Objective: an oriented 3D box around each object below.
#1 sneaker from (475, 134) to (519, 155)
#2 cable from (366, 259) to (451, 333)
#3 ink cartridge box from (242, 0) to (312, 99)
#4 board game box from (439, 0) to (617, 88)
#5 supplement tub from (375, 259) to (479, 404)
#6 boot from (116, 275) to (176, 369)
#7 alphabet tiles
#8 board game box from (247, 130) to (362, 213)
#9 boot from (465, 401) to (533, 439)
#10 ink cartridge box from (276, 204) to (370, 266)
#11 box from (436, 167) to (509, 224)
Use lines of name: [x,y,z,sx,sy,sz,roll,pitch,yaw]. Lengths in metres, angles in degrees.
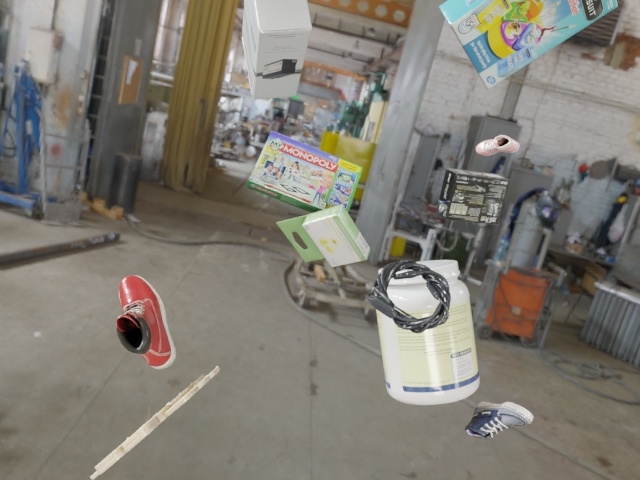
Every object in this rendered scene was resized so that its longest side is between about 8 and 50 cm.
sneaker: [0.522,-0.289,1.740,0.134,0.050,0.070,4,-8,40]
cable: [0.200,0.118,1.232,0.185,0.047,0.150,30,60,34]
ink cartridge box: [-0.119,-0.534,1.470,0.129,0.223,0.307,-7,-14,-12]
board game box: [0.476,-0.531,1.314,0.254,0.336,0.079,33,32,-49]
supplement tub: [0.264,0.223,1.455,0.236,0.324,0.235,-7,3,0]
boot: [-0.410,0.154,1.274,0.244,0.088,0.176,58,-5,28]
alphabet tiles: [-0.327,0.356,1.152,0.021,0.278,0.284,50,12,3]
board game box: [-0.044,-0.198,1.809,0.317,0.213,0.046,21,-30,-4]
boot: [0.426,0.439,1.385,0.069,0.086,0.190,42,-23,-3]
ink cartridge box: [0.000,0.000,1.632,0.235,0.171,0.056,-15,34,33]
box: [0.464,-0.134,1.769,0.180,0.147,0.077,4,18,-14]
